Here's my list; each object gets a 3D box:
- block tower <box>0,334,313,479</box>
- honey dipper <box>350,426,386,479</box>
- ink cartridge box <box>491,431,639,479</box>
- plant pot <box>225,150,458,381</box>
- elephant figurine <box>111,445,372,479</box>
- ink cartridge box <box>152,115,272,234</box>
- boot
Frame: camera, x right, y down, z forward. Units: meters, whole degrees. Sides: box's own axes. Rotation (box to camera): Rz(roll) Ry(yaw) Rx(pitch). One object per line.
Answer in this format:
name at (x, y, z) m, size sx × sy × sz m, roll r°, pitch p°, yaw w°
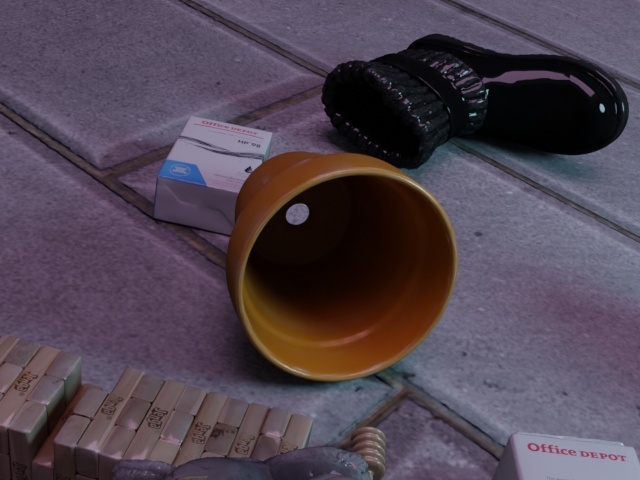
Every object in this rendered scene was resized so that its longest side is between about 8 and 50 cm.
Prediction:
block tower at (-0.182, 0.150, 0.694) m, size 0.336 × 0.097 × 0.091 m, roll 14°, pitch 36°, yaw 6°
honey dipper at (0.034, 0.218, 0.719) m, size 0.031 × 0.030 × 0.160 m, roll 10°, pitch 40°, yaw -2°
ink cartridge box at (0.203, 0.230, 0.716) m, size 0.109 × 0.063 × 0.150 m, roll 8°, pitch 35°, yaw -5°
plant pot at (0.000, 0.000, 0.880) m, size 0.205 × 0.205 × 0.188 m, roll -1°, pitch 22°, yaw -17°
elephant figurine at (-0.024, 0.260, 0.558) m, size 0.170 × 0.239 × 0.186 m, roll -12°, pitch 13°, yaw -6°
ink cartridge box at (-0.118, -0.086, 1.062) m, size 0.104 × 0.060 × 0.180 m, roll 12°, pitch 36°, yaw 1°
boot at (0.202, -0.169, 1.200) m, size 0.348 × 0.131 × 0.260 m, roll 17°, pitch 28°, yaw 26°
